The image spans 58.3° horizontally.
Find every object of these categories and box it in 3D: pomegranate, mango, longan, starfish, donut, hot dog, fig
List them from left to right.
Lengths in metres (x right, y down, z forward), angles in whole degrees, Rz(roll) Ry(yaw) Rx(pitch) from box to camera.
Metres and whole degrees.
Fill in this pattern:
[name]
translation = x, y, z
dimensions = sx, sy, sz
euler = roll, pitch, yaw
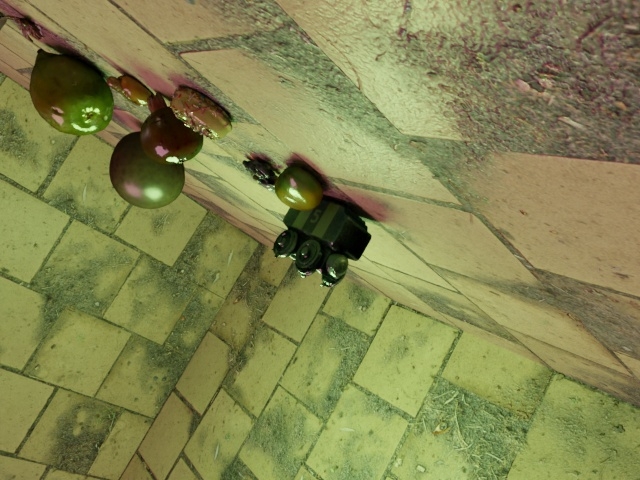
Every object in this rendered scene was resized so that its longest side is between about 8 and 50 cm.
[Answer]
[starfish]
translation = -0.850, -0.617, 1.629
dimensions = 0.130, 0.041, 0.133
euler = 25, 170, -33
[fig]
translation = -0.807, -0.461, 1.786
dimensions = 0.314, 0.233, 0.233
euler = 23, 171, 11
[hot dog]
translation = -0.539, -0.426, 1.633
dimensions = 0.090, 0.060, 0.140
euler = 20, 165, 29
[longan]
translation = -0.701, -0.284, 2.323
dimensions = 0.319, 0.319, 0.319
euler = 30, 172, 4
[pomegranate]
translation = -0.424, -0.316, 1.611
dimensions = 0.180, 0.180, 0.210
euler = 128, 121, -82
[donut]
translation = -0.304, -0.314, 1.448
dimensions = 0.174, 0.068, 0.174
euler = 29, 173, 4
[mango]
translation = -0.055, -0.139, 1.565
dimensions = 0.137, 0.091, 0.237
euler = 25, 173, -10

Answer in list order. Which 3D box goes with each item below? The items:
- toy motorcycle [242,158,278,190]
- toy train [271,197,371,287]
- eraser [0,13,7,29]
[toy motorcycle]
translation = -0.170, -0.194, 1.731
dimensions = 0.124, 0.061, 0.193
euler = 41, 174, -26
[toy train]
translation = 0.000, 0.000, 1.686
dimensions = 0.299, 0.238, 0.167
euler = 25, 172, 48
[eraser]
translation = -1.151, -0.660, 1.646
dimensions = 0.122, 0.272, 0.359
euler = 26, 170, 39
